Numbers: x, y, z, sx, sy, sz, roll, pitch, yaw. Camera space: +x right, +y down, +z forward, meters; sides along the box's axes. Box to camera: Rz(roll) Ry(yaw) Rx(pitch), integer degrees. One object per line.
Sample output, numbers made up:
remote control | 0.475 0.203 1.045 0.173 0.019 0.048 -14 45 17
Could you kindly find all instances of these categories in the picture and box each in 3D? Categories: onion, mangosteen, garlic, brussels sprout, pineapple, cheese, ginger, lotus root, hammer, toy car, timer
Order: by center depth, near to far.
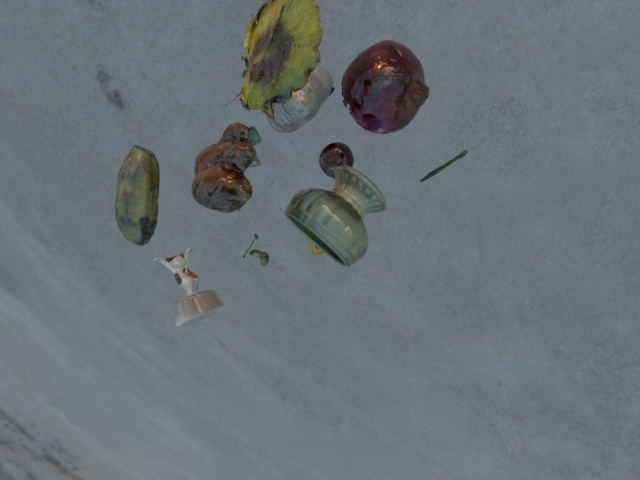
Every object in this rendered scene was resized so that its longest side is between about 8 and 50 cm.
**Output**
pineapple | -0.097 -0.451 0.993 0.158 0.161 0.334 45 124 38
lotus root | -0.458 -0.111 1.031 0.097 0.110 0.258 14 108 4
onion | 0.200 -0.459 1.254 0.277 0.276 0.275 12 130 15
ginger | -0.293 -0.219 1.304 0.274 0.357 0.153 -40 130 21
timer | -0.481 0.159 1.486 0.175 0.175 0.265 -34 77 39
hammer | -0.260 0.022 1.519 0.014 0.029 0.123 8 134 -37
brussels sprout | -0.234 0.062 1.599 0.083 0.051 0.046 40 129 6
garlic | -0.101 -0.591 1.688 0.241 0.322 0.322 42 132 -4
mangosteen | 0.070 -0.340 1.729 0.146 0.181 0.156 39 113 -4
cheese | 0.000 0.000 1.913 0.093 0.171 0.126 -24 86 6
toy car | -0.367 -0.469 1.942 0.076 0.224 0.090 -15 110 36

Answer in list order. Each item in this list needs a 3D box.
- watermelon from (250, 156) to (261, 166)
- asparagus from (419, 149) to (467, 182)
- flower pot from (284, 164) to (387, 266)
watermelon | -0.266 -0.313 1.577 0.093 0.084 0.072 8 122 -25
asparagus | 0.294 -0.177 0.971 0.016 0.166 0.013 37 151 42
flower pot | 0.063 -0.086 1.336 0.307 0.244 0.307 41 174 5
